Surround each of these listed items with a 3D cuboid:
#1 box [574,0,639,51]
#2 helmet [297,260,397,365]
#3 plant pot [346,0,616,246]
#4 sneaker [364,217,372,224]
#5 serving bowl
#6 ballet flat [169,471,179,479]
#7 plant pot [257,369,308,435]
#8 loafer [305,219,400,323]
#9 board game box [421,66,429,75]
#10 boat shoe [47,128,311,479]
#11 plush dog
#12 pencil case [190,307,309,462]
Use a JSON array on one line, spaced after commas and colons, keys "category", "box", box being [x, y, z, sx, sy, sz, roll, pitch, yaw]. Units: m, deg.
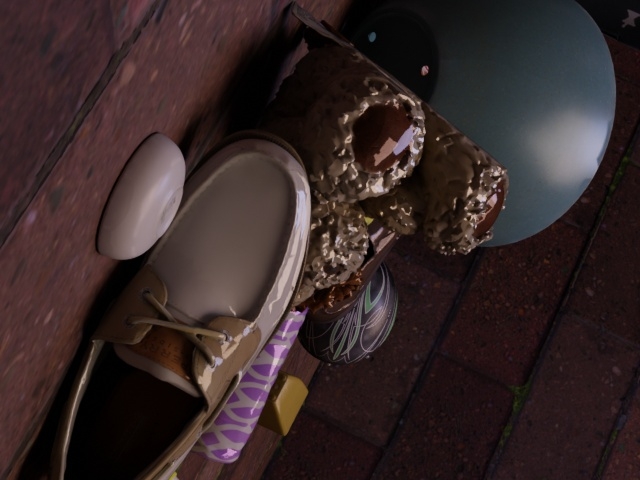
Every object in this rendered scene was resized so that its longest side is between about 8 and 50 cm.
[{"category": "box", "box": [0.343, -0.442, 1.639, 0.395, 0.293, 0.212, -55, 168, -60]}, {"category": "helmet", "box": [0.036, 0.096, 1.862, 0.161, 0.169, 0.169, -85, -165, -58]}, {"category": "plant pot", "box": [0.126, -0.149, 1.292, 0.195, 0.290, 0.290, 10, 109, -47]}, {"category": "sneaker", "box": [0.000, 0.000, 1.465, 0.126, 0.091, 0.240, -64, 176, 4]}, {"category": "serving bowl", "box": [-0.105, -0.023, 0.773, 0.083, 0.027, 0.083, 25, 90, -85]}, {"category": "ballet flat", "box": [-0.164, 0.272, 1.249, 0.077, 0.077, 0.231, -59, 172, -38]}, {"category": "plant pot", "box": [-0.073, 0.226, 1.863, 0.081, 0.081, 0.083, -61, 163, -24]}, {"category": "loafer", "box": [0.066, -0.046, 1.643, 0.366, 0.133, 0.130, -65, 174, 9]}, {"category": "board game box", "box": [0.118, -0.168, 1.534, 0.201, 0.035, 0.136, 49, 61, -43]}, {"category": "boat shoe", "box": [-0.093, 0.070, 0.850, 0.103, 0.113, 0.302, -63, 179, -79]}, {"category": "plush dog", "box": [-0.010, -0.041, 1.017, 0.225, 0.210, 0.262, -51, 148, 10]}, {"category": "pencil case", "box": [-0.088, 0.135, 1.347, 0.206, 0.086, 0.088, -64, -158, 9]}]
